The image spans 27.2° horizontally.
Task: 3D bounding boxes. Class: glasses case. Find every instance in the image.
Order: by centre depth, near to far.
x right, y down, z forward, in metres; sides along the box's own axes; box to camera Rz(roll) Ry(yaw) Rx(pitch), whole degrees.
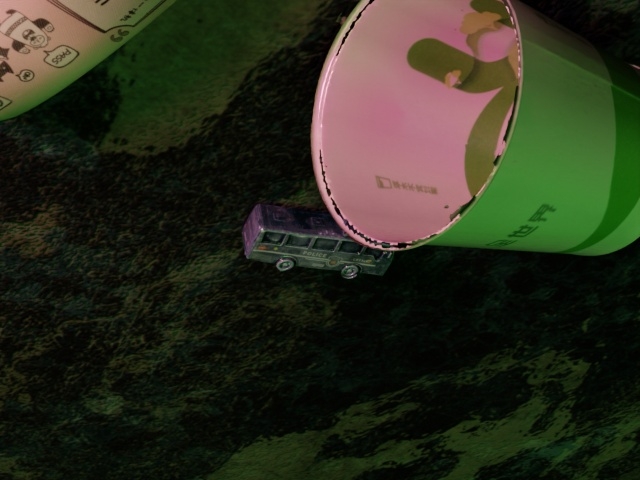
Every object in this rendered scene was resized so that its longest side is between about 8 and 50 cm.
[{"bbox_3d":[-0.212,-0.194,1.066,0.314,0.075,0.122,-31,143,27],"label":"glasses case"}]

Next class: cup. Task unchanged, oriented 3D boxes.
[{"bbox_3d":[0.168,-0.095,1.176,0.274,0.253,0.253,11,140,-38],"label":"cup"}]

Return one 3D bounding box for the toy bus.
[{"bbox_3d":[0.000,0.000,1.426,0.166,0.047,0.065,6,138,-22],"label":"toy bus"}]
